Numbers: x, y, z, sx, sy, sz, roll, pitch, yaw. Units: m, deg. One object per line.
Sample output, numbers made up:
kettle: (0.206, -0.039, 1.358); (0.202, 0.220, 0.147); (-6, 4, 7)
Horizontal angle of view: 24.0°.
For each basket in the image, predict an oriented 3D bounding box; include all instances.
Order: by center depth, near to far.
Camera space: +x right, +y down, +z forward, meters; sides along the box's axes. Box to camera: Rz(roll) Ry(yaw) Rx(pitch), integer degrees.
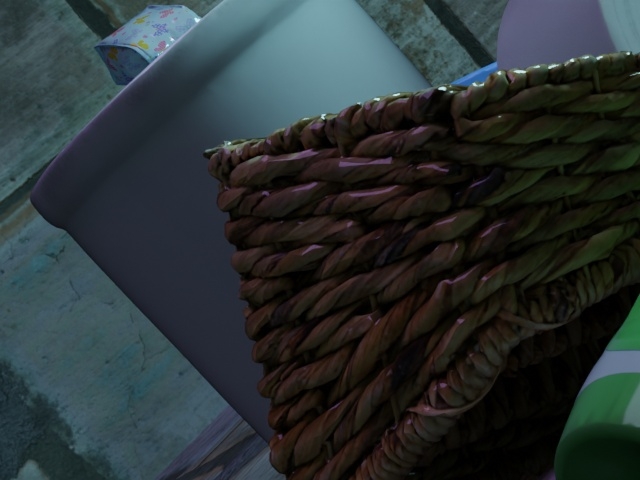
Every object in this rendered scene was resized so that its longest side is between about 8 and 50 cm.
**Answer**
basket: (0.127, 0.026, 0.754); (0.213, 0.223, 0.299); (-12, 0, 45)

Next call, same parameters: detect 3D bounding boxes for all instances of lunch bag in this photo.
lunch bag: (-0.143, -0.167, 1.304); (0.071, 0.053, 0.083); (-43, 28, -27)

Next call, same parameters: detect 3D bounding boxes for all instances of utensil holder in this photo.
utensil holder: (0.000, 0.000, 1.283); (0.328, 0.385, 0.327); (-41, 3, 2)

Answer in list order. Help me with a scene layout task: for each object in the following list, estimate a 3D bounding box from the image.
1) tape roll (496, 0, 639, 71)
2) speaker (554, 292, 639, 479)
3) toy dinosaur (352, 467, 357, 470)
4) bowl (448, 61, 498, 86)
tape roll: (0.287, -0.160, 1.210); (0.246, 0.246, 0.169); (-44, 3, -26)
speaker: (0.222, 0.018, 0.616); (0.296, 0.131, 0.131); (-44, 3, -29)
toy dinosaur: (0.134, 0.089, 1.019); (0.322, 0.164, 0.218); (-21, 27, 24)
bowl: (0.258, -0.156, 1.702); (0.391, 0.077, 0.391); (-19, -6, -2)
